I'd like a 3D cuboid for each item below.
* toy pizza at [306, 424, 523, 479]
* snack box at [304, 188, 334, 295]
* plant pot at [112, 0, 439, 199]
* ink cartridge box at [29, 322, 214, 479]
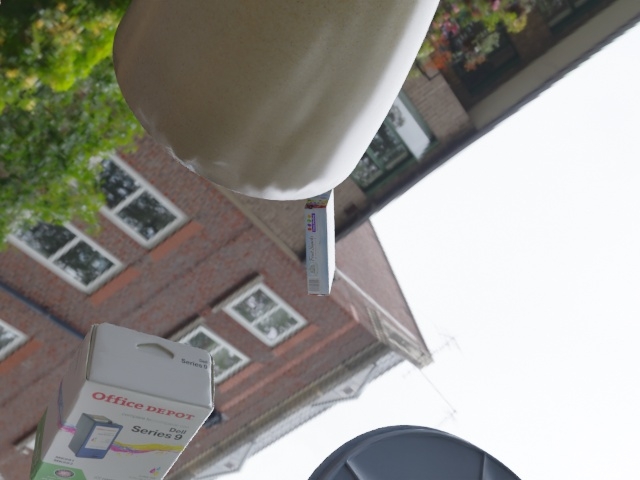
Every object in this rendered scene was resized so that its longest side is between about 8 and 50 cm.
[{"bbox_3d":[0.060,0.186,0.326,0.032,0.201,0.201,-46,-152,42],"label":"toy pizza"},{"bbox_3d":[0.000,0.000,1.083,0.037,0.141,0.100,1,-158,5],"label":"snack box"},{"bbox_3d":[-0.005,-0.211,0.568,0.274,0.256,0.257,-45,-154,48],"label":"plant pot"},{"bbox_3d":[-0.242,0.213,0.858,0.212,0.154,0.093,-54,-150,29],"label":"ink cartridge box"}]
